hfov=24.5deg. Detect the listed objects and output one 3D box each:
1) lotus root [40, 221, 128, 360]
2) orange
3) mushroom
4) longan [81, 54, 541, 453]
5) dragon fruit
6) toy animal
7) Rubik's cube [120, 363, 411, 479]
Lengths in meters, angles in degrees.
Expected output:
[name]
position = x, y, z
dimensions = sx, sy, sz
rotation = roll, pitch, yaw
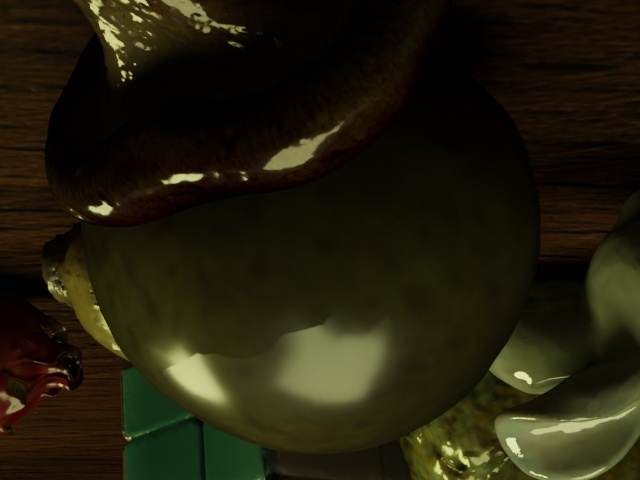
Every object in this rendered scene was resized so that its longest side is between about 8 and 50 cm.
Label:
[lotus root]
position = -0.031, 0.030, 0.978
dimensions = 0.303, 0.130, 0.146
rotation = -2, 163, -4
[orange]
position = 0.235, 0.194, 1.235
dimensions = 0.369, 0.210, 0.271
rotation = 21, 123, -22
[mushroom]
position = -0.079, -0.108, 0.614
dimensions = 0.227, 0.148, 0.217
rotation = -20, 139, 29
[longan]
position = 0.000, 0.000, 0.795
dimensions = 0.246, 0.215, 0.246
rotation = -4, 118, -7
[dragon fruit]
position = -0.271, 0.093, 1.152
dimensions = 0.166, 0.133, 0.136
rotation = -3, -156, 4
[toy animal]
position = 0.271, 0.061, 1.018
dimensions = 0.310, 0.183, 0.247
rotation = 13, 122, -45
[Rubik's cube]
position = -0.033, 0.207, 1.355
dimensions = 0.221, 0.224, 0.231
rotation = 13, 155, -39
